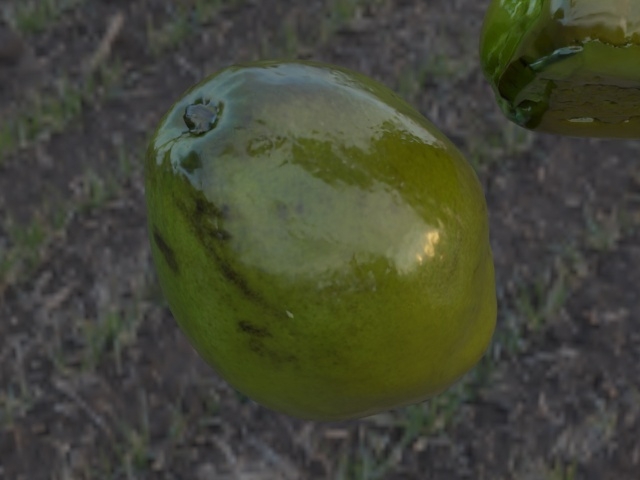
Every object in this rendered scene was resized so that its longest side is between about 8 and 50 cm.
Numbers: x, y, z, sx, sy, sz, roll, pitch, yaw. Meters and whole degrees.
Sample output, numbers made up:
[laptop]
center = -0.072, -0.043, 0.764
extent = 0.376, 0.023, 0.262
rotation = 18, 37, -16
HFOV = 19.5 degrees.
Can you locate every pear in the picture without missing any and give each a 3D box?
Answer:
[pear]
center = 0.000, 0.000, 1.159
extent = 0.212, 0.269, 0.212
rotation = -29, 38, 26

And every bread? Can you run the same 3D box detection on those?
[bread]
center = 0.287, -0.121, 1.100
extent = 0.384, 0.166, 0.112
rotation = 3, 73, -6
